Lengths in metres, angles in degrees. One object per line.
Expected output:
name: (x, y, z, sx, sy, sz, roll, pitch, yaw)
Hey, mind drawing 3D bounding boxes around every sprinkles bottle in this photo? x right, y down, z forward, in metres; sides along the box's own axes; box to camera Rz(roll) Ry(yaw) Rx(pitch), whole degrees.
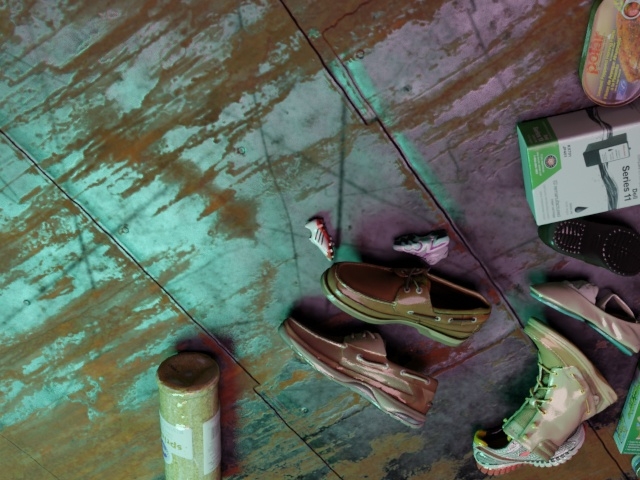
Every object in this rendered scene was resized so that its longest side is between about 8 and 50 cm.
sprinkles bottle: (-0.251, 0.387, 1.683, 0.121, 0.121, 0.356, 2, 122, -1)

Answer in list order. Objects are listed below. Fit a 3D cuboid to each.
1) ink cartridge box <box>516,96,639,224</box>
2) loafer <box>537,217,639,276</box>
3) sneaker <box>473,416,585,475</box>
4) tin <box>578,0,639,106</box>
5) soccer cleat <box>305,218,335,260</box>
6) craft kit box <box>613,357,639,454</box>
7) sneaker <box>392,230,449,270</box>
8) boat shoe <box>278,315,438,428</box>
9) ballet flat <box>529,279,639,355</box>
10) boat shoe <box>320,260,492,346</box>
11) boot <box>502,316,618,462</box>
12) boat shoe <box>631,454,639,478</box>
ink cartridge box: (0.430, -0.125, 1.370, 0.208, 0.087, 0.153, -13, 122, 8)
loafer: (0.461, 0.000, 1.466, 0.220, 0.078, 0.080, 19, 93, -24)
sneaker: (0.409, 0.395, 1.700, 0.225, 0.088, 0.093, -17, 117, 10)
tin: (0.449, -0.294, 1.295, 0.106, 0.040, 0.190, 1, 122, -5)
soccer cleat: (0.000, 0.000, 1.491, 0.035, 0.029, 0.083, -12, 119, 19)
craft kit box: (0.722, 0.313, 1.666, 0.249, 0.061, 0.247, 2, 120, -1)
sneaker: (0.176, 0.024, 1.497, 0.098, 0.038, 0.069, -7, 121, 5)
boat shoe: (0.072, 0.221, 1.592, 0.324, 0.123, 0.116, 33, 84, -9)
ballet flat: (0.482, 0.117, 1.538, 0.248, 0.086, 0.086, 30, 118, -19)
boat shoe: (0.152, 0.087, 1.489, 0.307, 0.111, 0.104, 17, 138, -24)
boot: (0.408, 0.279, 1.593, 0.203, 0.095, 0.262, -44, 120, 2)
boat shoe: (0.732, 0.463, 1.751, 0.183, 0.066, 0.066, -12, 122, 8)
